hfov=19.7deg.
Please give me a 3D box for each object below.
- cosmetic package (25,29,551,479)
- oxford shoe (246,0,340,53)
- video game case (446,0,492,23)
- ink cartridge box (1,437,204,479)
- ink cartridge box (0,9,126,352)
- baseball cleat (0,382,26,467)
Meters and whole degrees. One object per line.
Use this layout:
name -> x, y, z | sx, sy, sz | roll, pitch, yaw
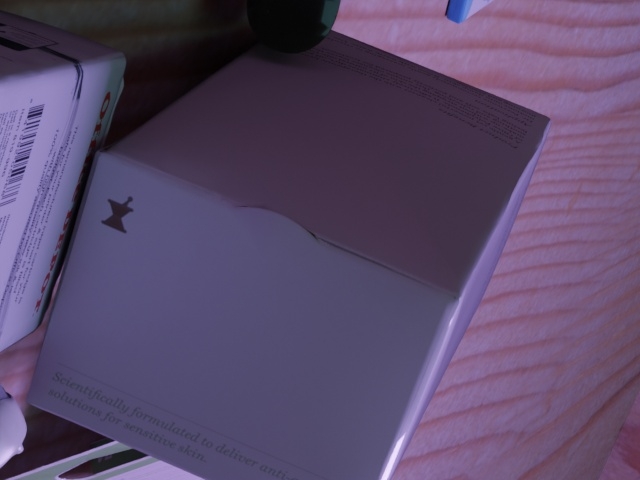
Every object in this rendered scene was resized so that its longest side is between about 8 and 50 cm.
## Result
cosmetic package -> 0.000, 0.000, 1.060 | 0.365, 0.197, 0.155 | -48, 160, -66
oxford shoe -> 0.001, -0.219, 1.109 | 0.076, 0.076, 0.212 | -117, -133, -78
video game case -> 0.158, -0.253, 1.478 | 0.166, 0.015, 0.119 | -37, 148, -47
ink cartridge box -> -0.085, 0.134, 1.193 | 0.235, 0.171, 0.056 | 25, 51, -51
ink cartridge box -> -0.170, -0.021, 0.819 | 0.208, 0.087, 0.153 | -40, 151, -78
baseball cleat -> -0.252, 0.127, 0.938 | 0.206, 0.072, 0.109 | -40, 117, -14
